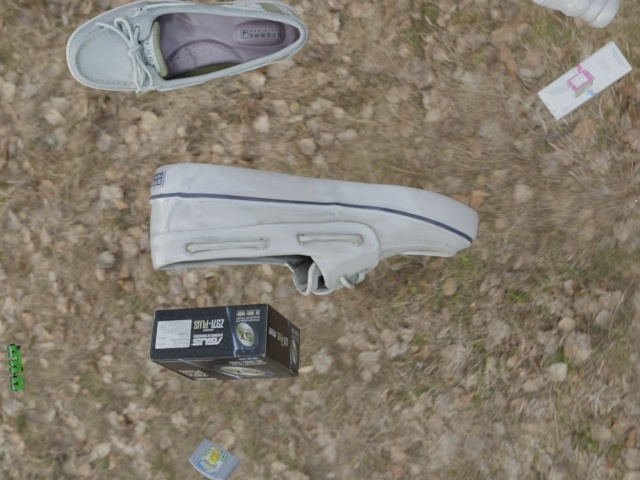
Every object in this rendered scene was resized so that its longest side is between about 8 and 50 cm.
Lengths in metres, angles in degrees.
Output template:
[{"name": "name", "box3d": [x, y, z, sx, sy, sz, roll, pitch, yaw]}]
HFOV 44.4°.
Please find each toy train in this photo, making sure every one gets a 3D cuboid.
[{"name": "toy train", "box3d": [-0.514, 0.213, 1.325, 0.017, 0.023, 0.083, -3, 92, 37]}]

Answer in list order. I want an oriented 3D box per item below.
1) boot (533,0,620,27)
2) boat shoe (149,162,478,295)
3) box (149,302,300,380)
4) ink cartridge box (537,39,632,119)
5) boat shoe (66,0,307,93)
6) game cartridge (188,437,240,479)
[{"name": "boot", "box3d": [0.371, -0.385, 1.114, 0.123, 0.258, 0.095, 28, 138, -4]}, {"name": "boat shoe", "box3d": [0.000, 0.000, 0.616, 0.267, 0.096, 0.088, 7, 79, -22]}, {"name": "box", "box3d": [-0.138, 0.154, 1.162, 0.180, 0.147, 0.078, -5, 68, 16]}, {"name": "ink cartridge box", "box3d": [0.380, -0.228, 1.133, 0.122, 0.088, 0.052, -34, 86, 20]}, {"name": "boat shoe", "box3d": [-0.177, -0.260, 1.036, 0.320, 0.103, 0.118, -6, 108, -6]}, {"name": "game cartridge", "box3d": [-0.190, 0.392, 1.391, 0.083, 0.017, 0.056, 22, 58, 25]}]
